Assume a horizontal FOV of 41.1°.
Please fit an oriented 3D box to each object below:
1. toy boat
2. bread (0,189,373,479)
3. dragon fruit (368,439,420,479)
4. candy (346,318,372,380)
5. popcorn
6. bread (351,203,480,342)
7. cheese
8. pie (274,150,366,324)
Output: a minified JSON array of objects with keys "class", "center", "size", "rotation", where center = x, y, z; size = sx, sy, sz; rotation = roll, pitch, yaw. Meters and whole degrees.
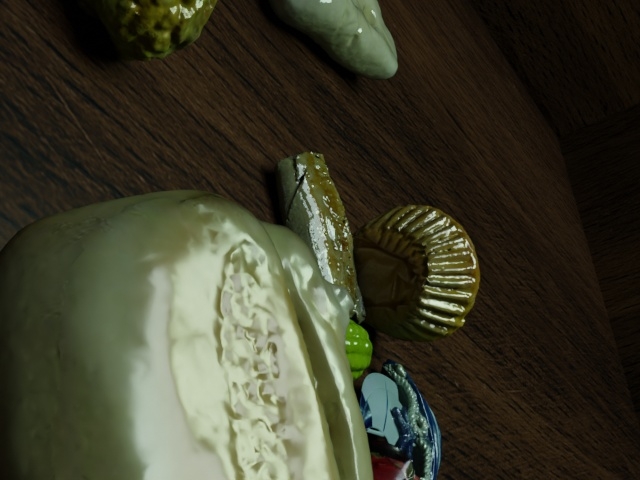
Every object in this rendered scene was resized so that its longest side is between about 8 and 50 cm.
[{"class":"toy boat","center":[0.112,0.293,1.288],"size":[0.210,0.070,0.291],"rotation":[65,20,7]},{"class":"bread","center":[-0.128,0.169,0.724],"size":[0.348,0.253,0.376],"rotation":[8,60,-55]},{"class":"dragon fruit","center":[0.049,0.344,1.032],"size":[0.166,0.160,0.172],"rotation":[45,42,-27]},{"class":"candy","center":[-0.011,0.145,1.162],"size":[0.209,0.096,0.097],"rotation":[16,54,-55]},{"class":"popcorn","center":[-0.222,-0.320,1.060],"size":[0.155,0.197,0.198],"rotation":[9,59,-40]},{"class":"bread","center":[0.143,0.053,1.389],"size":[0.139,0.240,0.240],"rotation":[4,65,-51]},{"class":"cheese","center":[0.042,-0.438,1.724],"size":[0.328,0.129,0.351],"rotation":[54,27,-22]},{"class":"pie","center":[0.000,0.000,1.335],"size":[0.128,0.068,0.282],"rotation":[-2,71,-50]}]
